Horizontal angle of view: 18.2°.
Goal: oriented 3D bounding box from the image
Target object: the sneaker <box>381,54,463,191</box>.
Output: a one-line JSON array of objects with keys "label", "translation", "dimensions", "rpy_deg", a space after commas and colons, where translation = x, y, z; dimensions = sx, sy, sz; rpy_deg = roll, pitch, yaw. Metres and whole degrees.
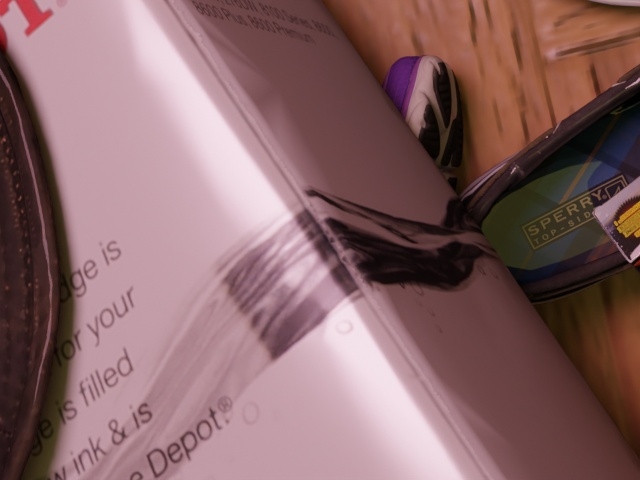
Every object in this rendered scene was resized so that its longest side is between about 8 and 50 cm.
[{"label": "sneaker", "translation": [0.000, 0.000, 0.784], "dimensions": [0.071, 0.068, 0.170], "rpy_deg": [29, 96, 17]}]

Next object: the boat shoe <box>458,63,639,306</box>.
[{"label": "boat shoe", "translation": [0.145, -0.043, 0.751], "dimensions": [0.228, 0.076, 0.080], "rpy_deg": [-27, 91, 10]}]

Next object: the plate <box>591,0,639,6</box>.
[{"label": "plate", "translation": [0.125, -0.184, 0.767], "dimensions": [0.188, 0.024, 0.188], "rpy_deg": [1, 96, 8]}]

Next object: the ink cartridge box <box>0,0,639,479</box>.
[{"label": "ink cartridge box", "translation": [-0.054, 0.106, 0.686], "dimensions": [0.285, 0.166, 0.395], "rpy_deg": [-38, 75, 19]}]

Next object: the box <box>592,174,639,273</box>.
[{"label": "box", "translation": [0.165, -0.006, 0.725], "dimensions": [0.094, 0.137, 0.027], "rpy_deg": [-38, 56, 11]}]

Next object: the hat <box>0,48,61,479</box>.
[{"label": "hat", "translation": [-0.242, 0.040, 0.612], "dimensions": [0.331, 0.134, 0.331], "rpy_deg": [0, 90, 28]}]
